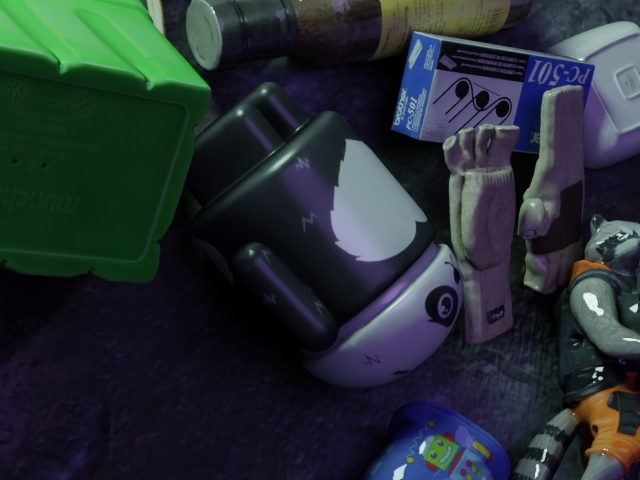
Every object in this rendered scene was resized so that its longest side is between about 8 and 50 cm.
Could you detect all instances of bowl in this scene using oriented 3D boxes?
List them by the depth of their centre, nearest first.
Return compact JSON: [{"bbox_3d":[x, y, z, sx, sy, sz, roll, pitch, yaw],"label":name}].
[{"bbox_3d":[0.306,-0.155,1.653,0.142,0.053,0.142,-25,90,-28],"label":"bowl"}]

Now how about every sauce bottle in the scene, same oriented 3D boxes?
[{"bbox_3d":[0.041,-0.223,1.507,0.344,0.111,0.111,-16,84,-30],"label":"sauce bottle"}]

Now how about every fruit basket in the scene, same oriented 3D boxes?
[{"bbox_3d":[-0.314,-0.133,1.246,0.392,0.392,0.282,14,102,-22],"label":"fruit basket"}]

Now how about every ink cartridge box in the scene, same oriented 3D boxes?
[{"bbox_3d":[0.169,-0.139,1.540,0.207,0.046,0.097,4,104,-38],"label":"ink cartridge box"}]

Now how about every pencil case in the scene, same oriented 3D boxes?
[{"bbox_3d":[0.049,0.288,1.372,0.119,0.133,0.306,28,62,10],"label":"pencil case"}]

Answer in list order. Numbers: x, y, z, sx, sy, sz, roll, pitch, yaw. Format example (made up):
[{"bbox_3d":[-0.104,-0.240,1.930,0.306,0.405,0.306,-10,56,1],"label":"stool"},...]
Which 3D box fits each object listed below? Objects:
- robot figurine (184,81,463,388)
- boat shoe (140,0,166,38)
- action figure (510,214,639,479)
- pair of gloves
[{"bbox_3d":[0.002,-0.002,1.393,0.209,0.173,0.278,-42,96,-20],"label":"robot figurine"},{"bbox_3d":[-0.179,-0.156,1.400,0.073,0.080,0.223,-7,84,-32],"label":"boat shoe"},{"bbox_3d":[0.261,0.113,1.468,0.179,0.341,0.330,4,61,17],"label":"action figure"},{"bbox_3d":[0.187,-0.030,1.506,0.240,0.042,0.204,-29,121,-49],"label":"pair of gloves"}]
